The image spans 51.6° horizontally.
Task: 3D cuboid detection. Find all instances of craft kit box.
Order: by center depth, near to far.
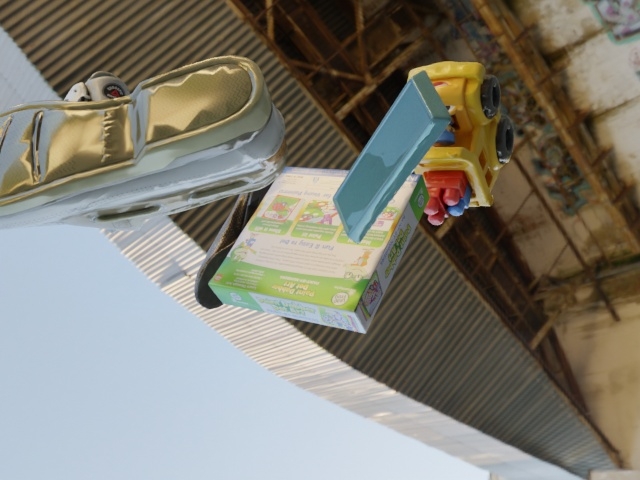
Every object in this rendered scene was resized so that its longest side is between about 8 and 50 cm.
[{"bbox_3d":[0.000,0.000,0.958,0.247,0.249,0.061,-58,-40,-32],"label":"craft kit box"}]

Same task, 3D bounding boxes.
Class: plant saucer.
[{"bbox_3d":[0.063,-0.078,0.665,0.018,0.192,0.067,-1,-126,-31],"label":"plant saucer"}]

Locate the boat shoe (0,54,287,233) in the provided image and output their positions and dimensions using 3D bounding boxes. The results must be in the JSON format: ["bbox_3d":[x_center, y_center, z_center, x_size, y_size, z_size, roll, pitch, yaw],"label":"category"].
[{"bbox_3d":[-0.174,-0.053,0.534,0.103,0.302,0.113,65,-162,-55],"label":"boat shoe"}]

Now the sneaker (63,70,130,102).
[{"bbox_3d":[-0.300,-0.137,0.869,0.122,0.146,0.330,13,-156,-27],"label":"sneaker"}]

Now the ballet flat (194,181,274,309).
[{"bbox_3d":[-0.148,0.000,1.135,0.084,0.058,0.250,33,-105,-37],"label":"ballet flat"}]

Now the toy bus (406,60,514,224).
[{"bbox_3d":[0.206,-0.142,1.063,0.220,0.149,0.212,55,-132,-45],"label":"toy bus"}]
